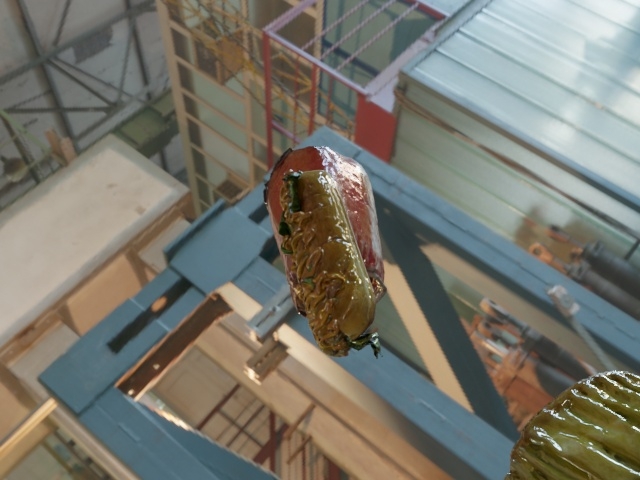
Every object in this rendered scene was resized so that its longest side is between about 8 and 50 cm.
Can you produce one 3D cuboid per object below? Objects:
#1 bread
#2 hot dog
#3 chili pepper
[{"bbox_3d":[0.276,0.253,0.603,0.227,0.142,0.253,-39,-66,-14],"label":"bread"},{"bbox_3d":[0.000,0.017,0.552,0.055,0.188,0.072,2,-40,-24],"label":"hot dog"},{"bbox_3d":[0.000,0.000,1.287,0.251,0.229,0.305,-50,30,38],"label":"chili pepper"}]
